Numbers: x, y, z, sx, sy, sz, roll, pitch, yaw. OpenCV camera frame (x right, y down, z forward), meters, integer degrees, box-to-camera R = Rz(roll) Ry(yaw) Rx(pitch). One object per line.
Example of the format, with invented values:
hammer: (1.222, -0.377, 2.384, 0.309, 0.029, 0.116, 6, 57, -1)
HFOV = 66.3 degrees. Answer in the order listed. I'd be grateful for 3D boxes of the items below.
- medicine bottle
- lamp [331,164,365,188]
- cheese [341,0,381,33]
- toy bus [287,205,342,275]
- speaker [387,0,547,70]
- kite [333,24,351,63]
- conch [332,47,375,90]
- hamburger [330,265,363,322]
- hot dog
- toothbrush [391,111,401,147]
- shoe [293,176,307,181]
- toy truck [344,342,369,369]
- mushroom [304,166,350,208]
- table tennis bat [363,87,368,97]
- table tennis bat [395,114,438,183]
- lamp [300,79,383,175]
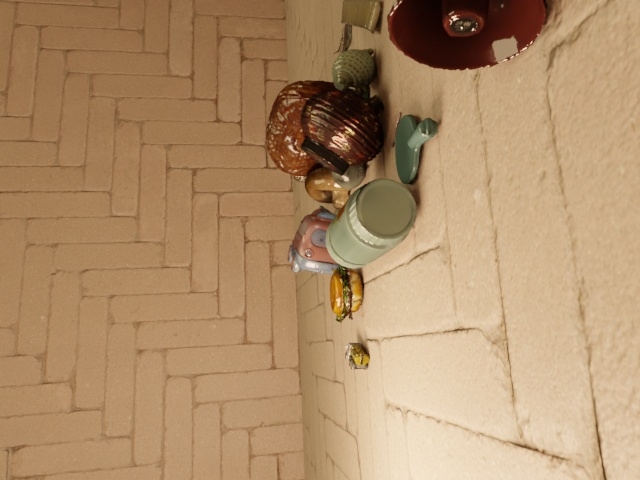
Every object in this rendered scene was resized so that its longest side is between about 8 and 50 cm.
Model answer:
medicine bottle: (0.114, -0.034, 1.186, 0.318, 0.158, 0.158, 128, 140, -75)
lamp: (0.085, -0.208, 1.490, 0.105, 0.105, 0.105, 179, 90, -80)
cheese: (0.114, -0.682, 1.470, 0.400, 0.034, 0.085, -110, 26, -60)
toy bus: (0.000, 0.000, 1.791, 0.294, 0.197, 0.231, -127, 48, -76)
speaker: (0.227, -0.407, 0.709, 0.259, 0.198, 0.329, 37, -122, -51)
kite: (0.080, -0.707, 1.745, 0.229, 0.016, 0.127, 138, 134, -73)
conch: (0.098, -0.463, 1.360, 0.102, 0.153, 0.135, 59, 150, 16)
hamburger: (0.083, 0.170, 1.571, 0.164, 0.093, 0.189, -110, 23, -68)
hot dog: (-0.038, -0.388, 1.673, 0.387, 0.267, 0.174, 120, 149, -48)
toothbrush: (0.185, -0.269, 1.196, 0.008, 0.006, 0.097, -103, 15, -45)
shoe: (-0.042, -0.377, 2.013, 0.351, 0.172, 0.198, 128, 143, -72)
toy truck: (0.115, 0.358, 1.528, 0.123, 0.052, 0.062, -135, 49, -74)
mushroom: (0.019, -0.193, 1.735, 0.286, 0.151, 0.156, 140, 130, -77)
table tennis bat: (0.117, -0.376, 1.504, 0.149, 0.038, 0.237, -147, 60, -78)
table tennis bat: (0.196, -0.207, 1.056, 0.244, 0.040, 0.153, 137, 130, -82)
lamp: (0.062, -0.301, 1.303, 0.247, 0.247, 0.247, 179, 90, -80)
